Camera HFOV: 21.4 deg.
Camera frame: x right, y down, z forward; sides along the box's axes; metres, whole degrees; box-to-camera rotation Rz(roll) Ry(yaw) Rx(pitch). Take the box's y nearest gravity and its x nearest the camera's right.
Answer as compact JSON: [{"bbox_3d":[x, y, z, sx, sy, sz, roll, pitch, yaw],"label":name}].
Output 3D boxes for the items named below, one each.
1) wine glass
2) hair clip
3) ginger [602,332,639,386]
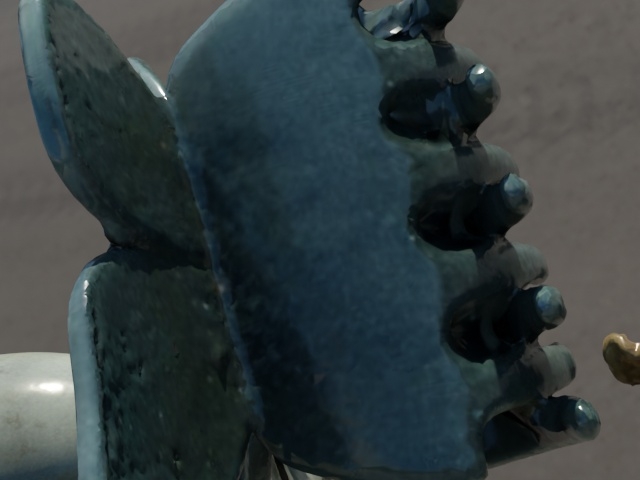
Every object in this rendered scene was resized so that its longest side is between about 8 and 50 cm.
[{"bbox_3d":[-0.172,0.164,1.299,0.357,0.190,0.190,-13,27,11],"label":"wine glass"},{"bbox_3d":[0.000,0.000,0.941,0.238,0.318,0.392,-16,-7,6],"label":"hair clip"},{"bbox_3d":[0.288,0.060,0.904,0.123,0.270,0.219,-18,62,62],"label":"ginger"}]
